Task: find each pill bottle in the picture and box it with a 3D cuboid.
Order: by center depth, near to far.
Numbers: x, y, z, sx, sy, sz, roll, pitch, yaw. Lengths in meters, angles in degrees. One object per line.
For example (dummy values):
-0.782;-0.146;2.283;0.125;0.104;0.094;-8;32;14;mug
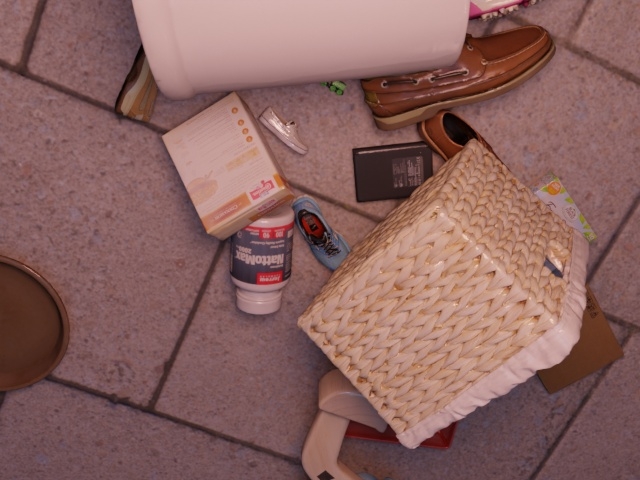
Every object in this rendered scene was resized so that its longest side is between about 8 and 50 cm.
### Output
-0.102;0.030;1.261;0.107;0.108;0.180;2;112;-4;pill bottle

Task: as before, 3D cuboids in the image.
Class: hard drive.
0.125;-0.118;1.259;0.135;0.022;0.094;-6;112;-1;hard drive

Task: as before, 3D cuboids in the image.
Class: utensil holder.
-0.026;-0.364;0.948;0.385;0.328;0.328;-6;112;0;utensil holder

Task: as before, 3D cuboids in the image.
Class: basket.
0.196;0.069;1.120;0.266;0.328;0.331;46;123;-3;basket

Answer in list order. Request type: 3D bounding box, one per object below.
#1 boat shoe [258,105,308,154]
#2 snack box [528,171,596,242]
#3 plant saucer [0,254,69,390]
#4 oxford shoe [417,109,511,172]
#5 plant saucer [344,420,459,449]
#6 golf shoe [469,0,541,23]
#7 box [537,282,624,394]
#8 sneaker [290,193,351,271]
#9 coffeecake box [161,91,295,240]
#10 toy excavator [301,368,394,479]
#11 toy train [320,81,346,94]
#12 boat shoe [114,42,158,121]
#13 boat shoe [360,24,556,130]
-0.054;-0.184;1.218;0.100;0.035;0.035;40;107;-10;boat shoe
0.399;-0.033;1.274;0.100;0.037;0.141;-37;110;10;snack box
-0.588;0.144;1.317;0.277;0.041;0.278;-1;113;-3;plant saucer
0.256;-0.140;1.221;0.212;0.076;0.076;36;77;-18;oxford shoe
0.152;0.269;1.404;0.258;0.048;0.259;9;112;-7;plant saucer
0.334;-0.435;1.108;0.306;0.115;0.140;-25;101;0;golf shoe
0.466;0.187;1.389;0.164;0.021;0.201;-31;118;10;box
0.000;0.000;1.272;0.063;0.073;0.162;-34;110;10;sneaker
-0.147;-0.117;1.170;0.142;0.068;0.186;-30;74;8;coffeecake box
0.046;0.502;1.384;0.433;0.222;0.445;-40;109;16;toy excavator
0.005;-0.265;1.197;0.083;0.017;0.024;28;98;-13;toy train
-0.257;-0.274;1.160;0.072;0.068;0.190;22;119;-24;boat shoe
0.213;-0.275;1.145;0.307;0.111;0.104;-23;123;6;boat shoe
